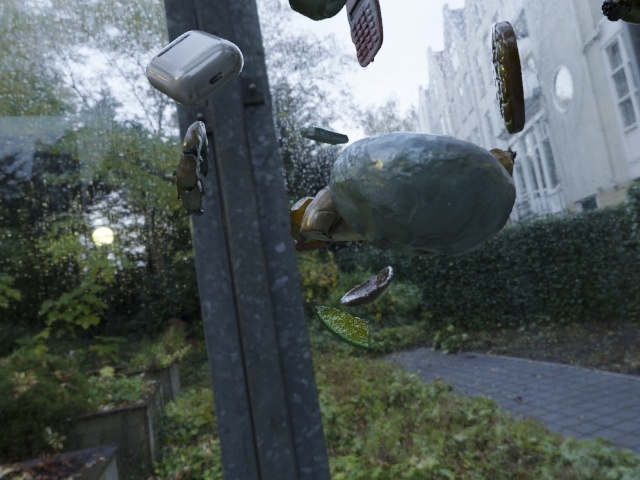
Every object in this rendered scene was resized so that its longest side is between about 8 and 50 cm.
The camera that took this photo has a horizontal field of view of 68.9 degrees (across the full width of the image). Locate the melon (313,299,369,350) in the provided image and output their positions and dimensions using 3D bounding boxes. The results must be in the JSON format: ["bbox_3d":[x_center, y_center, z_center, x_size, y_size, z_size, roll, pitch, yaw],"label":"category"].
[{"bbox_3d":[0.077,0.296,1.670,0.261,0.114,0.053,31,-1,9],"label":"melon"}]

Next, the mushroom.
[{"bbox_3d":[0.070,-0.076,1.127,0.285,0.151,0.156,1,-11,-35],"label":"mushroom"}]

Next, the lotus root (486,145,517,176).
[{"bbox_3d":[0.561,-0.232,1.600,0.256,0.140,0.154,-21,-6,-8],"label":"lotus root"}]

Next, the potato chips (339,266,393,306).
[{"bbox_3d":[0.128,0.131,1.215,0.150,0.049,0.201,-33,-3,16],"label":"potato chips"}]

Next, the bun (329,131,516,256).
[{"bbox_3d":[0.189,-0.077,0.898,0.361,0.212,0.362,4,-2,0],"label":"bun"}]

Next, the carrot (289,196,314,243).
[{"bbox_3d":[-0.046,-0.063,1.518,0.113,0.114,0.302,-9,-9,-8],"label":"carrot"}]

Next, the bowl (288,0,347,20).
[{"bbox_3d":[0.011,-0.765,1.437,0.211,0.112,0.211,-38,-13,-10],"label":"bowl"}]

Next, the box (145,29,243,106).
[{"bbox_3d":[-0.452,-0.617,1.659,0.288,0.349,0.141,-43,-42,-12],"label":"box"}]

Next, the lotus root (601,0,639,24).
[{"bbox_3d":[0.836,-0.601,1.127,0.308,0.173,0.173,-7,-6,-5],"label":"lotus root"}]

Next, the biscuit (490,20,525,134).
[{"bbox_3d":[0.666,-0.584,1.695,0.070,0.395,0.350,-11,21,16],"label":"biscuit"}]

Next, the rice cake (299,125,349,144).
[{"bbox_3d":[0.014,-0.378,1.686,0.084,0.040,0.226,5,5,35],"label":"rice cake"}]

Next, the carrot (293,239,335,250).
[{"bbox_3d":[0.000,0.000,1.833,0.247,0.059,0.059,-12,-4,-34],"label":"carrot"}]

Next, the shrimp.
[{"bbox_3d":[-0.389,-0.211,1.459,0.085,0.247,0.361,10,-43,-4],"label":"shrimp"}]

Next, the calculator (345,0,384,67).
[{"bbox_3d":[0.169,-0.817,1.755,0.048,0.330,0.220,-6,-10,-22],"label":"calculator"}]
